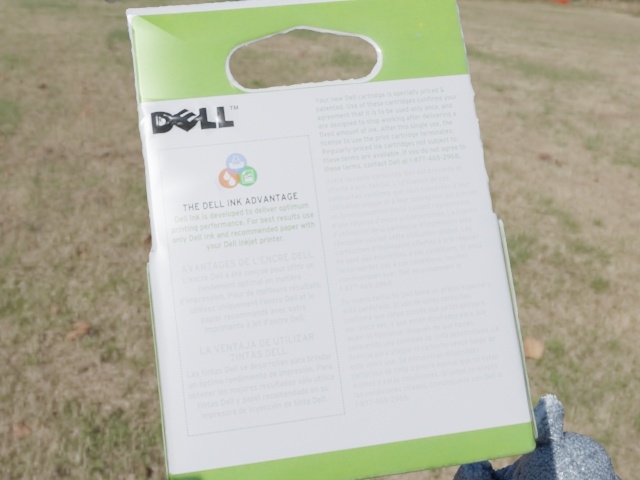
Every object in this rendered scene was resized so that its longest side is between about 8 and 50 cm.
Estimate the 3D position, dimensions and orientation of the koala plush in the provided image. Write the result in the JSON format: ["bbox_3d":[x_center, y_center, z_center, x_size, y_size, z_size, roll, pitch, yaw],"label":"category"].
[{"bbox_3d":[0.276,0.288,0.881,0.203,0.221,0.196,-18,50,-8],"label":"koala plush"}]

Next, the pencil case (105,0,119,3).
[{"bbox_3d":[-0.234,-0.323,0.621,0.273,0.124,0.113,39,-13,-13],"label":"pencil case"}]

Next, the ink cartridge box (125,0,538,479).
[{"bbox_3d":[0.000,0.000,0.437,0.189,0.255,0.097,-6,-8,-7],"label":"ink cartridge box"}]
